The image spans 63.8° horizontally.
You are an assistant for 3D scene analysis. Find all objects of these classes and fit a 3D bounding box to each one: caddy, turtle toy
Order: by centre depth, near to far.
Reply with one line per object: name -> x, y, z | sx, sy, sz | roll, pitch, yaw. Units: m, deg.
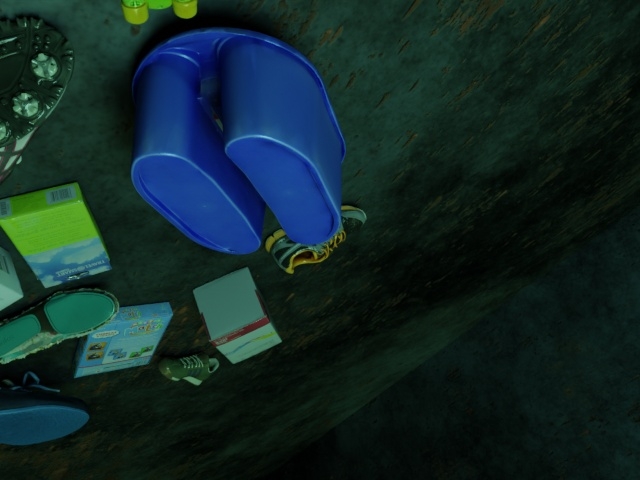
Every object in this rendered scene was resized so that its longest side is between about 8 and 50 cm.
turtle toy -> -0.176, -0.263, 0.485 | 0.130, 0.066, 0.095 | -16, 149, -19
caddy -> -0.097, -0.120, 0.679 | 0.241, 0.179, 0.341 | -7, 154, 13

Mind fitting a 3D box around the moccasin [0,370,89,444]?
moccasin -> -0.622, 0.318, 1.012 | 0.137, 0.117, 0.342 | -47, 143, 9

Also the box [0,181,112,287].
box -> -0.383, -0.003, 0.756 | 0.109, 0.042, 0.178 | -17, 150, -17

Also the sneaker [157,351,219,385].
sneaker -> -0.326, 0.311, 1.301 | 0.086, 0.064, 0.192 | -36, 151, 0

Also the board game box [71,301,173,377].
board game box -> -0.417, 0.209, 1.075 | 0.160, 0.039, 0.211 | -3, 143, -38

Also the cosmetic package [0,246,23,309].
cosmetic package -> -0.588, 0.041, 0.568 | 0.284, 0.097, 0.377 | -32, 152, -6

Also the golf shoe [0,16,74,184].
golf shoe -> -0.363, -0.120, 0.549 | 0.273, 0.105, 0.120 | -47, -167, 3

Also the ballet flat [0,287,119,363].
ballet flat -> -0.469, 0.141, 0.901 | 0.241, 0.091, 0.077 | -18, 180, -8

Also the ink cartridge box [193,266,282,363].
ink cartridge box -> -0.176, 0.167, 1.117 | 0.127, 0.128, 0.176 | -24, 151, -5

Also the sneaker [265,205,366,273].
sneaker -> 0.000, 0.000, 1.042 | 0.215, 0.083, 0.084 | -24, 150, -9
